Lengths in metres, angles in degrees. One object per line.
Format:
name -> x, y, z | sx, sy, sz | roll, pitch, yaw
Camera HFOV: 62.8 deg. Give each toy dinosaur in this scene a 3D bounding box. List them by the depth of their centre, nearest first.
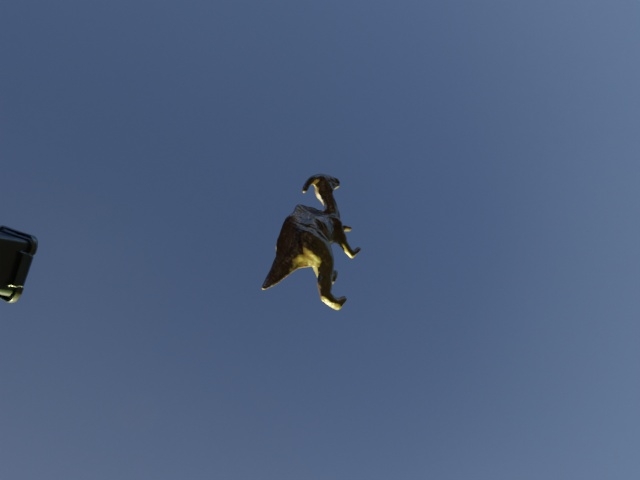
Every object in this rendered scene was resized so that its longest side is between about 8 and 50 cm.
toy dinosaur -> -0.005, 0.002, 0.960 | 0.162, 0.077, 0.294 | 43, -141, -20

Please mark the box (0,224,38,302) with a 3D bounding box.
box -> -0.353, 0.019, 0.554 | 0.054, 0.099, 0.074 | 20, -97, -52
